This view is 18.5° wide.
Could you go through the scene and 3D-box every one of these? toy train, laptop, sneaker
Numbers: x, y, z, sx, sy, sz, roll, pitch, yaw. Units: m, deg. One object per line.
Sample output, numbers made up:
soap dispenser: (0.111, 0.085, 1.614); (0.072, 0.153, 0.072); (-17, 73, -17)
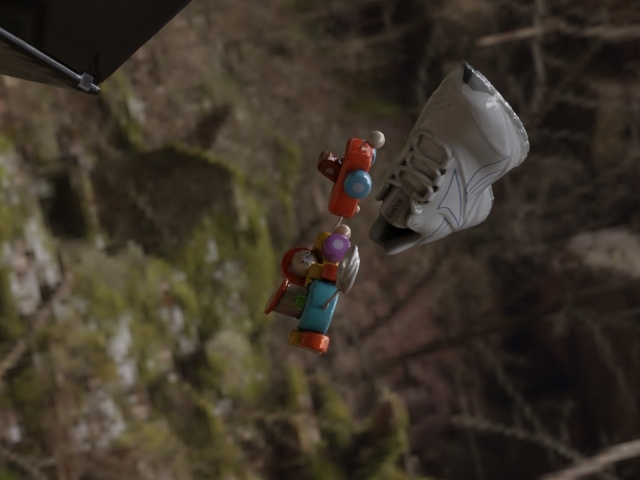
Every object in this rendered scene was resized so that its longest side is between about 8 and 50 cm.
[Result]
toy train: (0.000, 0.000, 1.322); (0.166, 0.046, 0.125); (-78, -174, -57)
laptop: (-0.333, -0.320, 2.139); (0.382, 0.408, 0.236); (32, 73, -71)
sneaker: (0.126, -0.070, 2.020); (0.111, 0.129, 0.297); (47, -25, 20)
